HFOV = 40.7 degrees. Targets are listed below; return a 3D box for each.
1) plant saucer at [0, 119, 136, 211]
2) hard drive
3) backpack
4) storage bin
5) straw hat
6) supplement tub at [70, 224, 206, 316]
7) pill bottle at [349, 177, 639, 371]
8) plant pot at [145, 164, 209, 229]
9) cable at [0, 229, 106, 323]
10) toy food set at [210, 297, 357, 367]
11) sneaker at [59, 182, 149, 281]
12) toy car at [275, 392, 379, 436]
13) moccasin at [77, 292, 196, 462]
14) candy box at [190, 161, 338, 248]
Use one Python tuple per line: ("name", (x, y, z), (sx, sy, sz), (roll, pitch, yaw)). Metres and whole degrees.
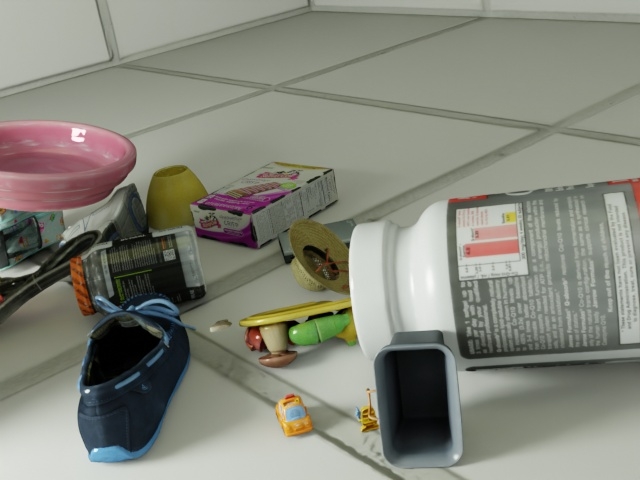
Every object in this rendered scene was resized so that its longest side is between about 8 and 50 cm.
("plant saucer", (-0.499, -0.133, 1.545), (0.332, 0.084, 0.332), (5, 22, -2))
("hard drive", (0.000, 0.000, 1.452), (0.135, 0.022, 0.094), (-11, 23, -6))
("backpack", (-0.572, -0.038, 1.597), (0.165, 0.145, 0.188), (9, 19, 33))
("storage bin", (0.101, 0.162, 0.924), (0.098, 0.135, 0.091), (-5, 12, 10))
("straw hat", (-0.008, 0.042, 1.296), (0.061, 0.144, 0.144), (-44, 4, 32))
("supplement tub", (-0.277, 0.050, 1.318), (0.190, 0.117, 0.117), (-12, 23, -9))
("pill bottle", (0.228, 0.046, 1.020), (0.362, 0.210, 0.210), (-6, 23, 14))
("plant pot", (-0.280, -0.090, 1.668), (0.134, 0.095, 0.134), (-8, 24, 3))
("cable", (-0.470, 0.065, 1.336), (0.287, 0.072, 0.139), (-31, 28, -1))
("toy food set", (-0.034, 0.124, 1.139), (0.217, 0.071, 0.128), (-11, -1, -9))
("sneaker", (-0.393, -0.019, 1.539), (0.129, 0.111, 0.297), (-9, 22, 11))
("toy car", (0.005, 0.191, 0.988), (0.122, 0.041, 0.060), (-7, 23, 4))
("moccasin", (-0.231, 0.138, 1.098), (0.137, 0.117, 0.342), (-10, 23, -4))
("candy box", (-0.100, -0.071, 1.591), (0.159, 0.071, 0.233), (10, 29, 38))
